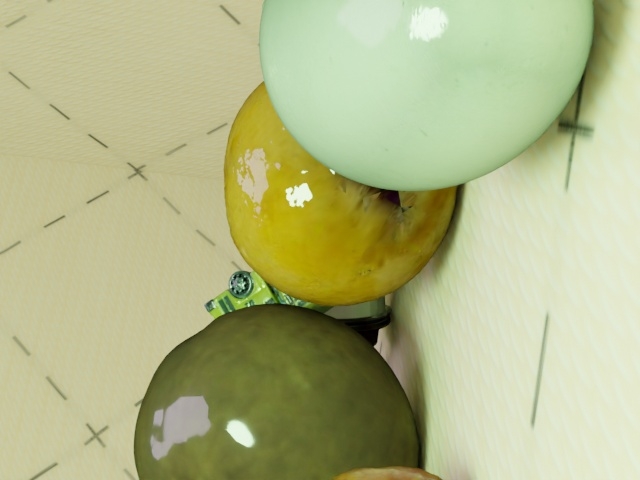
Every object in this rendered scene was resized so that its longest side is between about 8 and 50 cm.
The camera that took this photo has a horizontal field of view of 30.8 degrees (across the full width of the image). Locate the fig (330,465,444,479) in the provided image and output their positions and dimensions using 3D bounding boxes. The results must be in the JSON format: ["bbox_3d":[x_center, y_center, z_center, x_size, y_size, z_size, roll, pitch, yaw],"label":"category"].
[{"bbox_3d":[0.066,0.305,1.012,0.159,0.159,0.257,-89,-13,-45],"label":"fig"}]

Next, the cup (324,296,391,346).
[{"bbox_3d":[0.000,0.000,1.502,0.196,0.196,0.280,-119,31,-80],"label":"cup"}]

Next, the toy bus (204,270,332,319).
[{"bbox_3d":[-0.041,0.062,1.377,0.101,0.175,0.088,58,-164,13],"label":"toy bus"}]

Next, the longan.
[{"bbox_3d":[-0.043,0.227,1.242,0.319,0.319,0.319,-173,90,-84],"label":"longan"}]

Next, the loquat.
[{"bbox_3d":[0.018,-0.063,1.211,0.263,0.263,0.263,-173,90,-84],"label":"loquat"}]

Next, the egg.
[{"bbox_3d":[0.073,-0.151,0.862,0.371,0.230,0.230,-161,78,-78],"label":"egg"}]
